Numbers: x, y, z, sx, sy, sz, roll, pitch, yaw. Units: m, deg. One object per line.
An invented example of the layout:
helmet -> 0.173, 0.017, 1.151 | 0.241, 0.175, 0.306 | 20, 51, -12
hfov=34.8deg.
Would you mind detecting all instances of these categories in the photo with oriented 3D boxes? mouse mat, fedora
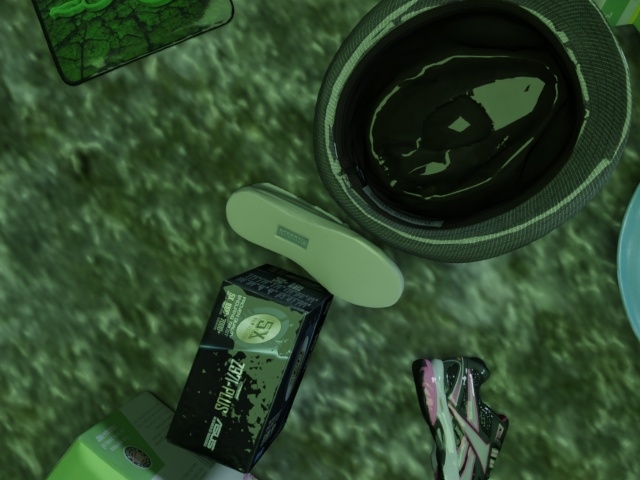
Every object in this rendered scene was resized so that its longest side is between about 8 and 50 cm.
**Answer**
mouse mat -> -0.193, -0.253, 0.999 | 0.189, 0.007, 0.153 | -21, 91, 7
fedora -> 0.133, -0.110, 0.907 | 0.275, 0.124, 0.244 | -34, 87, 16

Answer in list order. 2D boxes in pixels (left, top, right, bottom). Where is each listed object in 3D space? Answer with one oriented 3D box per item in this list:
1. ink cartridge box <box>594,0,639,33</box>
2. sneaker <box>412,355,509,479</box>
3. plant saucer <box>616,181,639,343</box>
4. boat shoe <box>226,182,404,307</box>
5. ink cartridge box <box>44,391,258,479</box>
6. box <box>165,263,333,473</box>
ink cartridge box -> 0.267, -0.231, 0.816 | 0.056, 0.171, 0.235 | -9, 59, -17
sneaker -> 0.143, 0.192, 0.957 | 0.077, 0.072, 0.178 | -12, 98, -3
plant saucer -> 0.415, 0.022, 0.861 | 0.317, 0.044, 0.318 | -9, 62, 16
boat shoe -> 0.000, 0.000, 0.963 | 0.184, 0.063, 0.066 | 23, 119, 12
ink cartridge box -> -0.081, 0.305, 0.920 | 0.353, 0.207, 0.119 | 38, 96, 4
box -> -0.056, 0.107, 0.918 | 0.077, 0.180, 0.147 | 21, 95, 7
